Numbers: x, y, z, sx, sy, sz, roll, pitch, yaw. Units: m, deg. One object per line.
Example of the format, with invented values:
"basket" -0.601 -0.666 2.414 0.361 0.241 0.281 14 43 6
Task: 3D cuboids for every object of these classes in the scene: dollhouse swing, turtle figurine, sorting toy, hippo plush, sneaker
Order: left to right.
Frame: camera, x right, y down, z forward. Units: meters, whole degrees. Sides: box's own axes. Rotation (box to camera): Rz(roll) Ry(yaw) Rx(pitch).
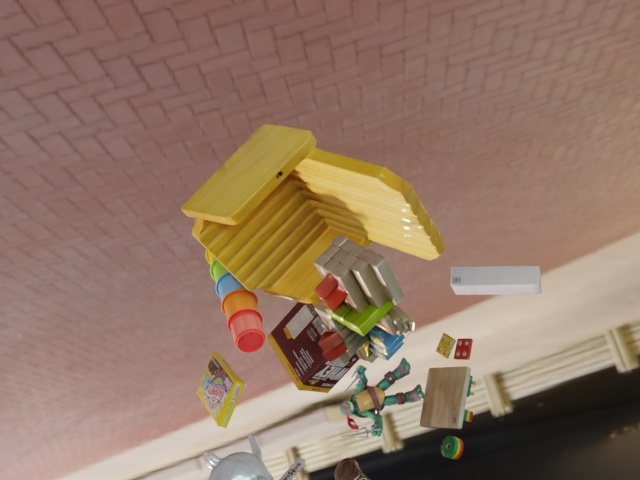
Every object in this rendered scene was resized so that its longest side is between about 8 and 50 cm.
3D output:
"hippo plush" -0.109 0.485 1.585 0.234 0.294 0.236 21 152 16
"dollhouse swing" 0.000 0.000 1.654 0.315 0.305 0.347 -46 142 -7
"sneaker" 0.072 0.480 1.728 0.071 0.066 0.188 -45 -167 18
"turtle figurine" 0.130 0.390 2.194 0.234 0.175 0.118 -22 175 -14
"sorting toy" 0.284 0.336 1.921 0.046 0.274 0.132 21 161 -27

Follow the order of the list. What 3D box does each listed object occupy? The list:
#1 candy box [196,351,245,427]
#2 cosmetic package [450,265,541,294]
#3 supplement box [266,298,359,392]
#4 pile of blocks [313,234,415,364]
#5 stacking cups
"candy box" -0.222 0.325 1.941 0.027 0.105 0.206 20 -177 -23
"cosmetic package" 0.487 0.110 2.446 0.239 0.060 0.099 -1 159 17
"supplement box" -0.005 0.272 2.373 0.194 0.191 0.129 -49 144 18
"pile of blocks" 0.057 0.139 1.388 0.112 0.149 0.362 -44 154 -17
"stacking cups" -0.176 0.120 1.912 0.096 0.316 0.096 -10 130 -12
